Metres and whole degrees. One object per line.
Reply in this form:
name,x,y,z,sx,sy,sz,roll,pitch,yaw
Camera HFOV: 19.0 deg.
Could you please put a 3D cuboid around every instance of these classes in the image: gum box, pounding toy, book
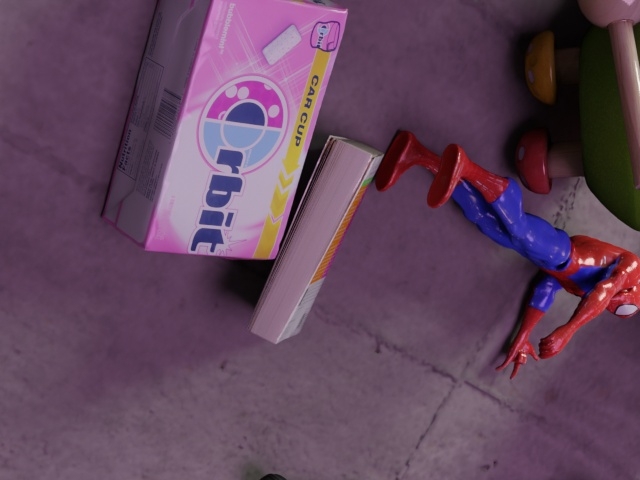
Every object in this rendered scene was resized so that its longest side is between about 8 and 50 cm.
gum box,-0.065,-0.077,1.256,0.107,0.062,0.188,6,108,-38
pounding toy,0.192,-0.099,1.399,0.237,0.110,0.183,38,51,-76
book,0.000,0.000,1.333,0.144,0.035,0.096,-65,171,6

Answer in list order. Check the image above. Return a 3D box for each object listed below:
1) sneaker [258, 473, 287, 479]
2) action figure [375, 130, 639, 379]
sneaker,0.011,0.215,1.465,0.089,0.051,0.170,-37,133,-17
action figure,0.146,0.032,1.451,0.280,0.091,0.139,24,89,-40
